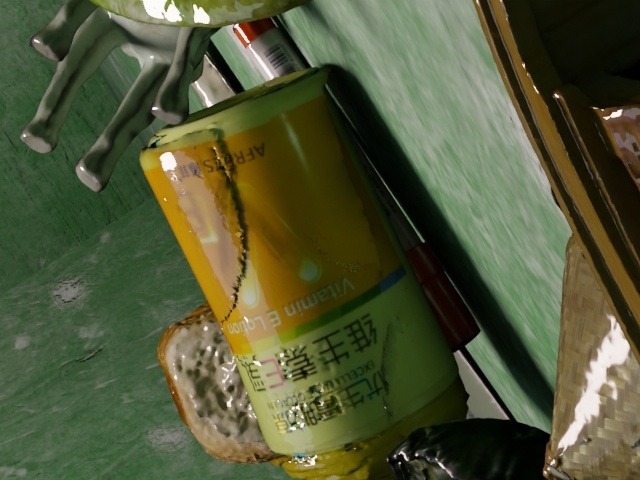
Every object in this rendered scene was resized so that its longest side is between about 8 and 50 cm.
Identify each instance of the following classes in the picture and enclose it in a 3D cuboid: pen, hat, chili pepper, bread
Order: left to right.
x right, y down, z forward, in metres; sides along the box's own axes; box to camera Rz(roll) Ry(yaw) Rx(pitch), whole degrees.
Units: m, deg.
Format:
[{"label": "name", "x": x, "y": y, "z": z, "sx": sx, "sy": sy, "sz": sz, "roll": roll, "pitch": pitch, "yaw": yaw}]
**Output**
[{"label": "bread", "x": -0.046, "y": 0.127, "z": 1.788, "sx": 0.176, "sy": 0.195, "sz": 0.246, "roll": 61, "pitch": 174, "yaw": -5}, {"label": "pen", "x": 0.021, "y": -0.037, "z": 1.122, "sx": 0.239, "sy": 0.028, "sz": 0.028, "roll": 56, "pitch": 175, "yaw": 7}, {"label": "chili pepper", "x": 0.147, "y": 0.191, "z": 0.997, "sx": 0.264, "sy": 0.116, "sz": 0.148, "roll": 55, "pitch": -163, "yaw": -2}, {"label": "hat", "x": 0.115, "y": 0.074, "z": 0.738, "sx": 0.146, "sy": 0.067, "sz": 0.146, "roll": 56, "pitch": 175, "yaw": 8}]

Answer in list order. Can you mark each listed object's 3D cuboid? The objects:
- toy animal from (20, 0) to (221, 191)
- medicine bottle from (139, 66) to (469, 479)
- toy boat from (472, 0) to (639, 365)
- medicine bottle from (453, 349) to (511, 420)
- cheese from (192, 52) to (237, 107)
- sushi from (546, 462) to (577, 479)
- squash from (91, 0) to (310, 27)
[{"label": "toy animal", "x": -0.095, "y": -0.109, "z": 0.992, "sx": 0.090, "sy": 0.170, "sz": 0.255, "roll": 31, "pitch": 173, "yaw": -9}, {"label": "medicine bottle", "x": -0.005, "y": 0.028, "z": 1.070, "sx": 0.239, "sy": 0.124, "sz": 0.124, "roll": 66, "pitch": 173, "yaw": -7}, {"label": "toy boat", "x": 0.092, "y": -0.021, "z": 0.434, "sx": 0.226, "sy": 0.068, "sz": 0.088, "roll": 62, "pitch": 168, "yaw": -20}, {"label": "medicine bottle", "x": 0.085, "y": 0.116, "z": 1.328, "sx": 0.171, "sy": 0.052, "sz": 0.201, "roll": 55, "pitch": 175, "yaw": 11}, {"label": "cheese", "x": -0.002, "y": 0.002, "z": 1.521, "sx": 0.400, "sy": 0.034, "sz": 0.085, "roll": 56, "pitch": 174, "yaw": 7}, {"label": "sushi", "x": 0.229, "y": 0.205, "z": 0.506, "sx": 0.343, "sy": 0.064, "sz": 0.359, "roll": 55, "pitch": 173, "yaw": -8}, {"label": "squash", "x": -0.078, "y": -0.163, "z": 0.859, "sx": 0.289, "sy": 0.111, "sz": 0.203, "roll": 53, "pitch": 175, "yaw": 21}]
